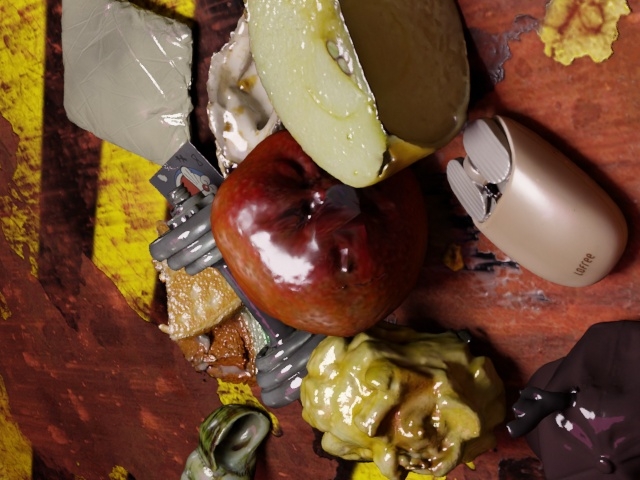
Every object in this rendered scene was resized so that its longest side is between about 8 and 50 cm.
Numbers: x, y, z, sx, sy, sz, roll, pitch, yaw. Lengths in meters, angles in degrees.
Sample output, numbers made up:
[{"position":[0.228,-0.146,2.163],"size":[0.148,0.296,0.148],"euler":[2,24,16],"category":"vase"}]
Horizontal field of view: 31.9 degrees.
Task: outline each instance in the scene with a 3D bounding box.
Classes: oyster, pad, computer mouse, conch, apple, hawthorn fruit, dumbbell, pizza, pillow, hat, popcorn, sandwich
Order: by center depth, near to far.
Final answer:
[{"position":[0.036,-0.243,1.313],"size":[0.179,0.254,0.346],"euler":[-75,-36,-79],"category":"apple"},{"position":[0.251,-0.042,1.321],"size":[0.236,0.082,0.145],"euler":[44,142,16],"category":"computer mouse"},{"position":[0.322,0.253,1.346],"size":[0.238,0.209,0.336],"euler":[53,145,2],"category":"hat"},{"position":[-0.002,-0.014,1.488],"size":[0.295,0.295,0.311],"euler":[63,166,-7],"category":"hawthorn fruit"},{"position":[0.113,0.219,1.537],"size":[0.286,0.252,0.215],"euler":[5,83,5],"category":"popcorn"},{"position":[-0.069,-0.208,1.547],"size":[0.166,0.110,0.341],"euler":[23,129,29],"category":"oyster"},{"position":[-0.101,0.084,1.704],"size":[0.406,0.179,0.179],"euler":[54,144,-5],"category":"dumbbell"},{"position":[-0.306,-0.263,1.803],"size":[0.274,0.076,0.281],"euler":[25,131,25],"category":"pillow"},{"position":[-0.163,-0.040,1.811],"size":[0.245,0.006,0.170],"euler":[47,143,-7],"category":"pad"},{"position":[-0.209,0.051,1.820],"size":[0.199,0.188,0.062],"euler":[57,169,6],"category":"pizza"},{"position":[-0.148,0.175,1.870],"size":[0.185,0.160,0.109],"euler":[62,163,8],"category":"sandwich"},{"position":[-0.180,0.387,2.044],"size":[0.124,0.181,0.187],"euler":[20,155,32],"category":"conch"}]
